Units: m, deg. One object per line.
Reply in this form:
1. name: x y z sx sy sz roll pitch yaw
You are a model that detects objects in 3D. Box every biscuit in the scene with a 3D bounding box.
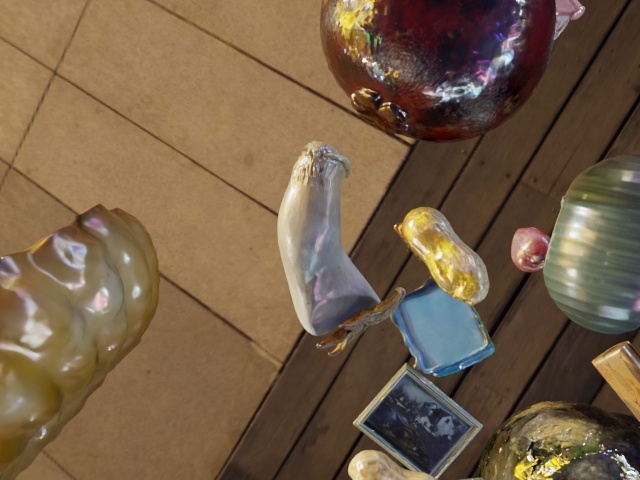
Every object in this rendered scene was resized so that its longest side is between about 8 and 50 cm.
1. biscuit: -0.241 0.114 0.475 0.107 0.325 0.325 41 103 -6

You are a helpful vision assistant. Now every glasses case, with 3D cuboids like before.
1. glasses case: 0.489 0.232 0.915 0.169 0.041 0.064 55 147 15

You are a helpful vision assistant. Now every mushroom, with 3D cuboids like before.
1. mushroom: 0.000 -0.001 1.207 0.178 0.396 0.126 -23 37 -13

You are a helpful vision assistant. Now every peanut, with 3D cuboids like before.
1. peanut: 0.220 0.024 1.082 0.087 0.087 0.206 -41 63 14
2. peanut: 0.217 0.657 1.603 0.313 0.149 0.149 24 97 12

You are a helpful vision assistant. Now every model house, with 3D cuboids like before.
1. model house: 0.364 0.249 1.778 0.216 0.303 0.237 -30 67 15

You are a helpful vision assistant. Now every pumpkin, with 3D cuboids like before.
1. pumpkin: 0.488 0.525 1.162 0.344 0.454 0.453 -6 86 -18

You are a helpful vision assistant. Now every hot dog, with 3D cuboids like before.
1. hot dog: 0.215 0.007 1.458 0.037 0.049 0.122 -40 100 8

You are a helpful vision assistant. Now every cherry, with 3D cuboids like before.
1. cherry: 0.526 0.057 1.477 0.107 0.090 0.225 -39 45 26

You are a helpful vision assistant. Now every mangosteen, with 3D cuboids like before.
1. mangosteen: 0.165 -0.304 0.811 0.306 0.306 0.359 28 83 18

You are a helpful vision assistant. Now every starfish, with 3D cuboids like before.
1. starfish: 0.082 0.173 1.284 0.043 0.227 0.240 54 128 23

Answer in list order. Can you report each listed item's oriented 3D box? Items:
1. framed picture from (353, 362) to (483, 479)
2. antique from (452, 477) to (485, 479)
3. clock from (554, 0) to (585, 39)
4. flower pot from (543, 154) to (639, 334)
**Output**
1. framed picture: 0.274 0.515 1.715 0.296 0.019 0.232 39 92 -7
2. antique: 0.202 0.451 0.824 0.150 0.125 0.284 -10 112 6
3. clock: 0.359 -0.381 1.098 0.092 0.166 0.162 57 134 14
4. flower pot: 0.399 0.004 0.839 0.157 0.189 0.242 19 97 26
